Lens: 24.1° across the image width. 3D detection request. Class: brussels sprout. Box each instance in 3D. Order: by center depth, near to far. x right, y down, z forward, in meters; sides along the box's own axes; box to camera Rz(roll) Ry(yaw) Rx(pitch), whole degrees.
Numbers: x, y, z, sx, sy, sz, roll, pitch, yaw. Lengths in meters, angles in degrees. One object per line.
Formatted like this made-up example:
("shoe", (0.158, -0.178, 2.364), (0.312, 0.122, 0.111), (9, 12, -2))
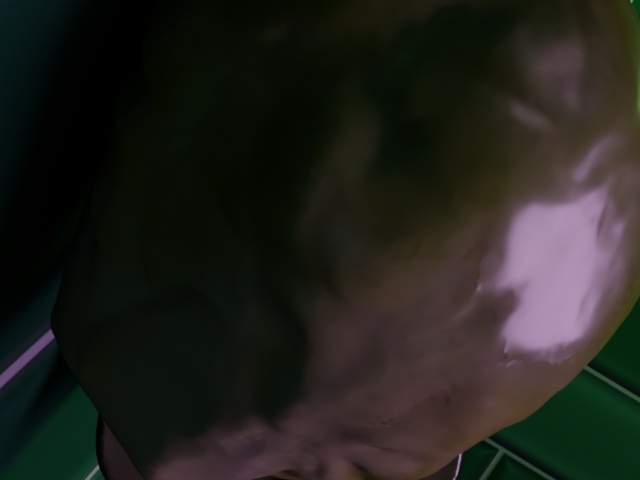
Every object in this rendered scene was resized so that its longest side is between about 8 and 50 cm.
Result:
("brussels sprout", (0.017, -0.032, 0.657), (0.316, 0.242, 0.274), (-51, -164, -25))

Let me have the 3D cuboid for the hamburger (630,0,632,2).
("hamburger", (0.168, -0.196, 1.204), (0.260, 0.151, 0.276), (36, 68, -76))

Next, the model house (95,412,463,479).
("model house", (-0.034, 0.033, 0.973), (0.278, 0.218, 0.204), (-117, -145, -70))
